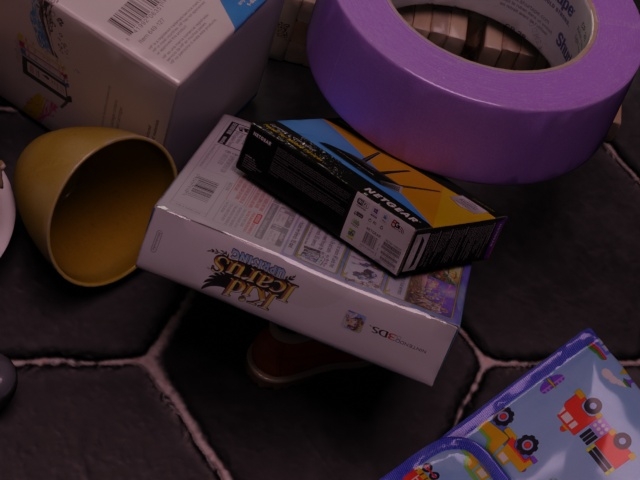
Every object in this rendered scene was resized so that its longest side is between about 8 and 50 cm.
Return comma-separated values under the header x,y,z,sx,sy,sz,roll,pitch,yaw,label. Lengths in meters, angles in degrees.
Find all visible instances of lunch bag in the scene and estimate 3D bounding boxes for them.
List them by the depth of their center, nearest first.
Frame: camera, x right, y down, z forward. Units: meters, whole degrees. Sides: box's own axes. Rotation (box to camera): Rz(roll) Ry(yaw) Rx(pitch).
x,y,z,sx,sy,sz,roll,pitch,yaw,label
0.153,0.248,1.390,0.293,0.138,0.221,-32,70,-16,lunch bag

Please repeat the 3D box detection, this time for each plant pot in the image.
x,y,z,sx,sy,sz,roll,pitch,yaw,label
-0.199,-0.042,1.488,0.134,0.134,0.095,-34,47,-30,plant pot

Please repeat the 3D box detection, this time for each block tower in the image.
x,y,z,sx,sy,sz,roll,pitch,yaw,label
0.127,-0.190,1.676,0.336,0.097,0.091,14,55,-6,block tower

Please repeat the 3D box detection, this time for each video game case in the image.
x,y,z,sx,sy,sz,roll,pitch,yaw,label
0.000,0.000,1.458,0.244,0.061,0.269,21,21,1,video game case

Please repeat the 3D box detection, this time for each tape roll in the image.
x,y,z,sx,sy,sz,roll,pitch,yaw,label
0.130,-0.173,1.527,0.275,0.090,0.274,9,46,-10,tape roll

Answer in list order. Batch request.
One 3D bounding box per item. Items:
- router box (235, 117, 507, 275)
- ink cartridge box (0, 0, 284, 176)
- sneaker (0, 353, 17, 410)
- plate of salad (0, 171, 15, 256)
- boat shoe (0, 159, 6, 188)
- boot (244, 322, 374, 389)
x,y,z,sx,sy,sz,roll,pitch,yaw,label
0.040,-0.039,1.441,0.179,0.046,0.133,34,24,29,router box
-0.179,-0.192,1.555,0.233,0.168,0.171,34,55,10,ink cartridge box
-0.342,0.081,1.377,0.224,0.098,0.083,11,55,-6,sneaker
-0.351,-0.024,1.474,0.200,0.048,0.199,8,50,-10,plate of salad
-0.307,-0.057,1.428,0.098,0.109,0.302,41,36,-31,boat shoe
0.018,0.068,1.484,0.158,0.084,0.059,-20,62,-26,boot
